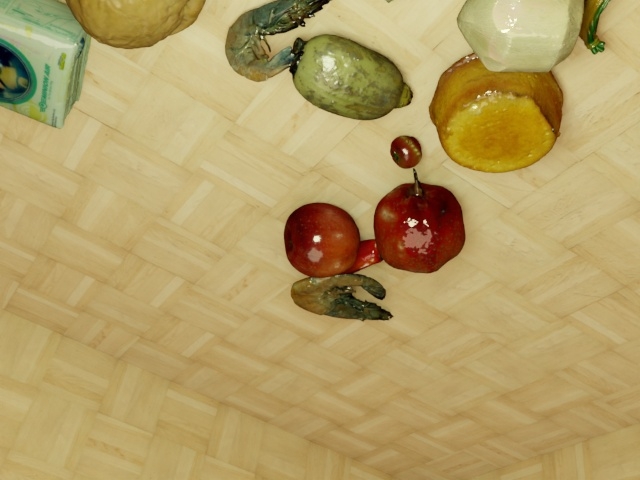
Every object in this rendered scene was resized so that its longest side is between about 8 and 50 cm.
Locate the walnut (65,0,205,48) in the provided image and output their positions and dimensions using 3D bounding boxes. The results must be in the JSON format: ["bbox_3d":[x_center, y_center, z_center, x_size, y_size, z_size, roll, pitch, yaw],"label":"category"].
[{"bbox_3d":[-0.368,-0.534,1.345,0.333,0.332,0.332,6,140,5],"label":"walnut"}]

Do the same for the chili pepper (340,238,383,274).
[{"bbox_3d":[0.103,0.073,2.139,0.137,0.091,0.368,14,151,-34],"label":"chili pepper"}]

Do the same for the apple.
[{"bbox_3d":[0.000,0.000,1.962,0.202,0.218,0.218,-2,146,-25],"label":"apple"}]

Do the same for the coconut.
[{"bbox_3d":[0.392,-0.440,1.355,0.234,0.224,0.224,14,140,3],"label":"coconut"}]

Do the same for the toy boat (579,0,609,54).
[{"bbox_3d":[0.577,-0.481,1.359,0.088,0.089,0.229,23,137,7],"label":"toy boat"}]

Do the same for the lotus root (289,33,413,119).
[{"bbox_3d":[0.078,-0.370,1.564,0.310,0.173,0.173,16,141,-18],"label":"lotus root"}]

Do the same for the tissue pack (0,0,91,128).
[{"bbox_3d":[-0.764,-0.469,1.621,0.388,0.162,0.287,21,136,-12],"label":"tissue pack"}]

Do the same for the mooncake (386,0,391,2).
[{"bbox_3d":[0.160,-0.559,1.373,0.130,0.073,0.125,-16,137,30],"label":"mooncake"}]

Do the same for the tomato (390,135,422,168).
[{"bbox_3d":[0.222,-0.228,1.745,0.075,0.087,0.087,-26,142,-16],"label":"tomato"}]

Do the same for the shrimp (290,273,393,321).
[{"bbox_3d":[0.108,0.182,2.196,0.272,0.085,0.445,-28,144,35],"label":"shrimp"}]

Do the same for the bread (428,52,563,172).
[{"bbox_3d":[0.398,-0.290,1.561,0.313,0.172,0.312,4,140,4],"label":"bread"}]

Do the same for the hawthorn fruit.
[{"bbox_3d":[0.262,-0.065,1.828,0.254,0.254,0.300,-1,120,14],"label":"hawthorn fruit"}]

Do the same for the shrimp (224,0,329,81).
[{"bbox_3d":[-0.097,-0.446,1.490,0.290,0.177,0.075,-12,167,24],"label":"shrimp"}]
